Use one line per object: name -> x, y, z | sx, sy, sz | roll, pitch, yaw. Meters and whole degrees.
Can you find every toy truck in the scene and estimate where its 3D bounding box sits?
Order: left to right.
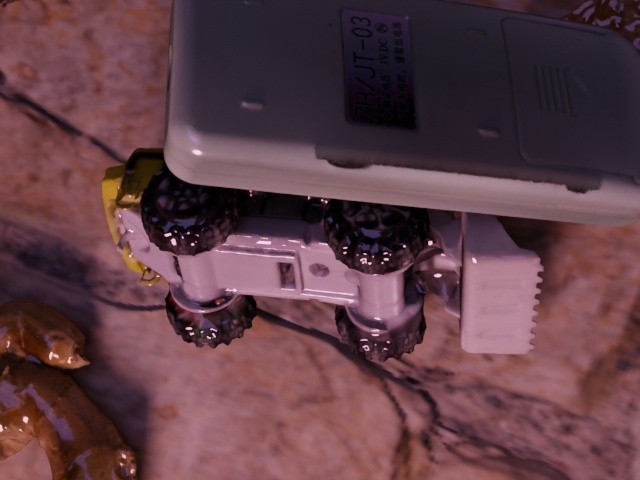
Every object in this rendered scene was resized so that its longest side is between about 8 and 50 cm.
toy truck -> 0.000, 0.000, 0.748 | 0.286, 0.136, 0.111 | 7, 53, 11

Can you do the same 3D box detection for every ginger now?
ginger -> -0.208, 0.134, 0.817 | 0.133, 0.059, 0.214 | -29, 77, 0

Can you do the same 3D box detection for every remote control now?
remote control -> 0.059, -0.083, 0.682 | 0.297, 0.056, 0.140 | 5, 60, -13

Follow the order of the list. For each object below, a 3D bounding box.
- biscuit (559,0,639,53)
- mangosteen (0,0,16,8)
biscuit -> 0.199, -0.095, 0.760 | 0.221, 0.029, 0.142 | -35, 74, 6
mangosteen -> -0.280, -0.229, 0.831 | 0.236, 0.235, 0.261 | 8, 126, 15
